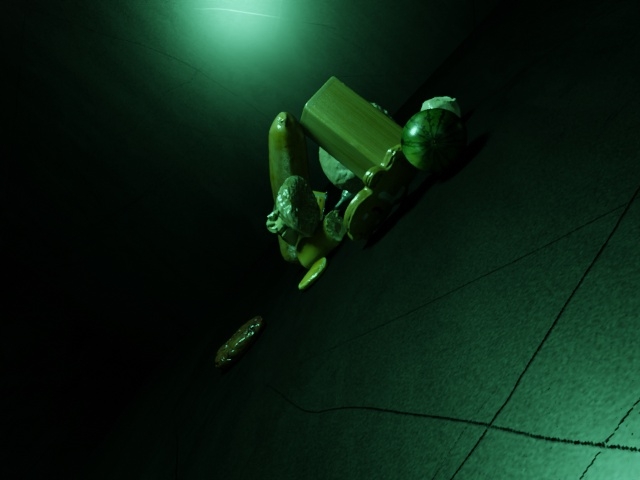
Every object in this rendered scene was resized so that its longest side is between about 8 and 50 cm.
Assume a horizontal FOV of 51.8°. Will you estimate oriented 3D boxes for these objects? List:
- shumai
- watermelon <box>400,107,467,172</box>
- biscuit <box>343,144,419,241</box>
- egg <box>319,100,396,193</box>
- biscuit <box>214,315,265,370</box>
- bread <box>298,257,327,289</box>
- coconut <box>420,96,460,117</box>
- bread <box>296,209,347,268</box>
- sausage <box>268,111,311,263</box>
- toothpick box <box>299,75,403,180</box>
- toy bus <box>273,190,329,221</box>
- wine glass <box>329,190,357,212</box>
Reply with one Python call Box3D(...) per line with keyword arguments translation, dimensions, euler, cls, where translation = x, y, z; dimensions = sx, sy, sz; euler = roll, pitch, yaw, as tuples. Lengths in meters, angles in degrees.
Box3D(translation=(-0.085, -0.074, 1.870), dimensions=(0.153, 0.161, 0.210), euler=(-36, 43, 32), cls="shumai")
Box3D(translation=(0.241, -0.217, 1.420), dimensions=(0.141, 0.140, 0.187), euler=(-46, 7, 11), cls="watermelon")
Box3D(translation=(0.139, -0.102, 1.514), dimensions=(0.249, 0.035, 0.184), euler=(-53, -32, 8), cls="biscuit")
Box3D(translation=(0.126, -0.316, 2.207), dimensions=(0.311, 0.279, 0.279), euler=(-64, 6, 3), cls="egg")
Box3D(translation=(-0.231, 0.289, 1.881), dimensions=(0.192, 0.049, 0.192), euler=(-44, 11, 11), cls="biscuit")
Box3D(translation=(-0.020, 0.091, 1.780), dimensions=(0.110, 0.024, 0.110), euler=(-47, 6, 7), cls="bread")
Box3D(translation=(0.314, -0.331, 1.740), dimensions=(0.110, 0.110, 0.124), euler=(-47, 11, 8), cls="coconut")
Box3D(translation=(-0.001, -0.001, 1.923), dimensions=(0.173, 0.085, 0.134), euler=(-44, 8, 28), cls="bread")
Box3D(translation=(-0.088, -0.152, 2.006), dimensions=(0.123, 0.501, 0.136), euler=(-4, 26, 0), cls="sausage")
Box3D(translation=(0.105, -0.308, 1.912), dimensions=(0.190, 0.308, 0.187), euler=(-49, -6, -20), cls="toothpick box")
Box3D(translation=(-0.081, -0.092, 2.364), dimensions=(0.386, 0.162, 0.171), euler=(179, 97, -79), cls="toy bus")
Box3D(translation=(0.096, -0.167, 2.338), dimensions=(0.198, 0.066, 0.066), euler=(-49, 7, -17), cls="wine glass")
